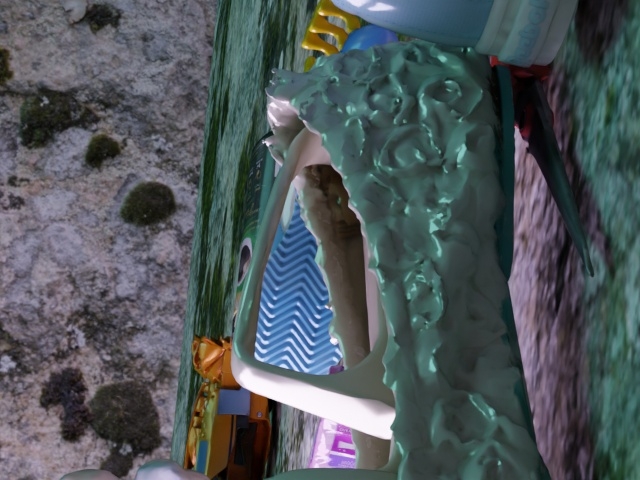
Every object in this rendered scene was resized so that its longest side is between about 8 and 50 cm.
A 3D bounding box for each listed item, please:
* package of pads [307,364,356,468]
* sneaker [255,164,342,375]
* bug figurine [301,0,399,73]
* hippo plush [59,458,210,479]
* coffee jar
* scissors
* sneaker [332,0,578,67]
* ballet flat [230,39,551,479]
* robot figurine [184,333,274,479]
[{"bbox_3d":[0.022,0.121,1.055,0.032,0.050,0.083,-86,7,-59],"label":"package of pads"},{"bbox_3d":[0.000,0.000,1.238,0.092,0.087,0.228,158,126,-88],"label":"sneaker"},{"bbox_3d":[0.053,-0.188,0.995,0.216,0.072,0.279,120,168,-50],"label":"bug figurine"},{"bbox_3d":[-0.153,0.315,1.382,0.236,0.294,0.234,-165,61,-74],"label":"hippo plush"},{"bbox_3d":[-0.025,0.009,1.369,0.096,0.079,0.184,135,143,-71],"label":"coffee jar"},{"bbox_3d":[0.101,-0.058,0.815,0.297,0.021,0.109,-92,15,-45],"label":"scissors"},{"bbox_3d":[0.054,-0.246,0.809,0.135,0.150,0.366,109,169,-49],"label":"sneaker"},{"bbox_3d":[0.027,0.084,0.730,0.147,0.147,0.408,109,162,-54],"label":"ballet flat"},{"bbox_3d":[-0.100,0.238,1.656,0.211,0.085,0.291,160,117,-82],"label":"robot figurine"}]
